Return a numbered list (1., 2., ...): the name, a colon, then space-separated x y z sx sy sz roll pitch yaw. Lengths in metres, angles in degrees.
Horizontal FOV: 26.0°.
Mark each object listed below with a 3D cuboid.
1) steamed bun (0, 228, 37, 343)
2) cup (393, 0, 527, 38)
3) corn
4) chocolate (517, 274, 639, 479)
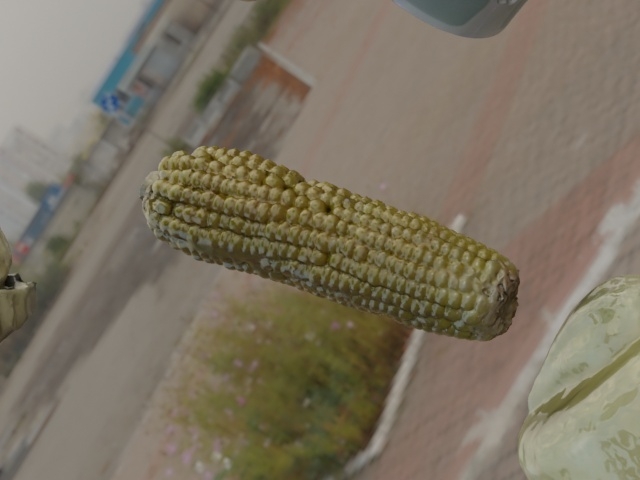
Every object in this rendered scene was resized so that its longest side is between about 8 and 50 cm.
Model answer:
1. steamed bun: -0.392 -0.003 0.865 0.237 0.394 0.346 -20 43 37
2. cup: 0.218 -0.445 1.650 0.274 0.259 0.356 -49 0 41
3. corn: 0.000 0.000 1.084 0.097 0.320 0.097 -56 -23 -39
4. chocolate: 0.338 0.198 1.374 0.326 0.297 0.314 -55 -3 -1
